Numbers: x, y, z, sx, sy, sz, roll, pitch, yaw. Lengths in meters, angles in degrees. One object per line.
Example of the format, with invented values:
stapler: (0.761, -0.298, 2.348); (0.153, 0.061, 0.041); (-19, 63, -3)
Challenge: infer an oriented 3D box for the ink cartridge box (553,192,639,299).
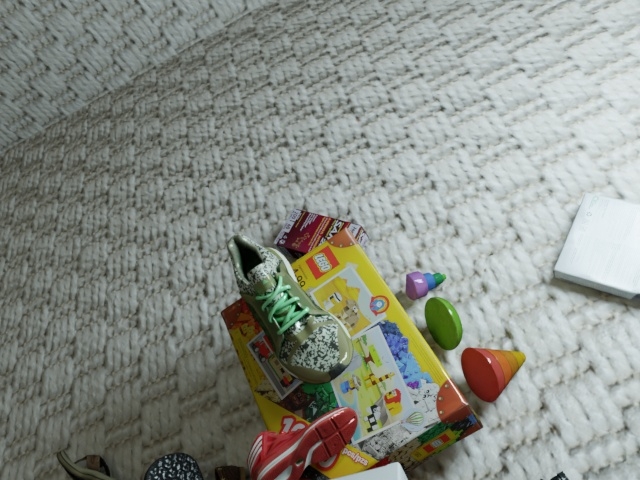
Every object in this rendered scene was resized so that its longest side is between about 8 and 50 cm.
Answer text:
ink cartridge box: (0.667, 0.015, 1.228); (0.224, 0.045, 0.223); (19, 70, 34)

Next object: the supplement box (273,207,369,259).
supplement box: (0.000, 0.000, 1.565); (0.240, 0.073, 0.130); (15, 67, 33)

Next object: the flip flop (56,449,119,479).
flip flop: (-0.588, 0.612, 1.458); (0.277, 0.112, 0.080); (4, 36, 32)

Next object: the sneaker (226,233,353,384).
sneaker: (-0.093, 0.129, 1.149); (0.158, 0.182, 0.410); (-42, 51, -4)

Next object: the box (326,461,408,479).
box: (0.098, 0.584, 0.939); (0.215, 0.345, 0.168); (-20, 18, 14)

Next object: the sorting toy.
sorting toy: (0.336, 0.192, 1.270); (0.126, 0.127, 0.365); (-15, 45, -19)

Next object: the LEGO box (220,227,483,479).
LEGO box: (0.047, 0.278, 1.226); (0.373, 0.193, 0.500); (-34, 51, 2)

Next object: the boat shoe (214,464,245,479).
boat shoe: (-0.204, 0.599, 1.243); (0.207, 0.073, 0.073); (-117, 44, -60)

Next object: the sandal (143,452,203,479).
sandal: (-0.282, 0.699, 1.216); (0.168, 0.107, 0.445); (-5, 59, -26)

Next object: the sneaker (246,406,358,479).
sneaker: (-0.046, 0.365, 1.037); (0.221, 0.087, 0.128); (-30, 25, -21)

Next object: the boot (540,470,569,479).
boot: (0.440, 0.500, 1.029); (0.099, 0.045, 0.121); (-32, 43, 2)
